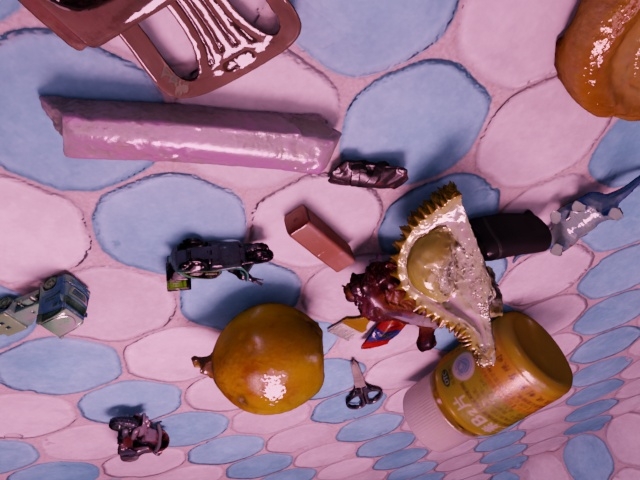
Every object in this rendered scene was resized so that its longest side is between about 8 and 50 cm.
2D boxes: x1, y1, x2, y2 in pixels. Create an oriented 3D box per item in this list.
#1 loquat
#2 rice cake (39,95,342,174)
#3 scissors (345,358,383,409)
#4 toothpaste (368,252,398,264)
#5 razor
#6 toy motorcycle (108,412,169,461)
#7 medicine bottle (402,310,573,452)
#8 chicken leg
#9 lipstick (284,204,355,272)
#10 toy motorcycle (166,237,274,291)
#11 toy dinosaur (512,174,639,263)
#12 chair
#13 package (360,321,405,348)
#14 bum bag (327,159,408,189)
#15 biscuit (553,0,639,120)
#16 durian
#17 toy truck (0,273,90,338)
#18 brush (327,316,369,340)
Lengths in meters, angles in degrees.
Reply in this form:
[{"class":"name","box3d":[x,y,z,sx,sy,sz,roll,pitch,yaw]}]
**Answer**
[{"class":"loquat","box3d":[-0.114,0.223,0.963,0.246,0.213,0.213,-3,139,-13]},{"class":"rice cake","box3d":[-0.145,-0.129,0.643,0.365,0.056,0.072,1,136,-21]},{"class":"scissors","box3d":[0.103,0.378,1.361,0.109,0.022,0.300,-20,140,-2]},{"class":"toothpaste","box3d":[0.170,0.036,0.973,0.170,0.028,0.045,-3,138,-19]},{"class":"razor","box3d":[0.341,-0.010,0.932,0.148,0.090,0.054,-7,141,-16]},{"class":"toy motorcycle","box3d":[-0.426,0.465,1.224,0.123,0.082,0.213,-4,141,-13]},{"class":"medicine bottle","box3d":[0.399,0.364,1.291,0.224,0.224,0.384,17,131,-34]},{"class":"chicken leg","box3d":[0.185,0.141,1.016,0.158,0.095,0.407,-28,145,16]},{"class":"lipstick","box3d":[0.000,0.000,0.855,0.045,0.045,0.145,-33,137,16]},{"class":"toy motorcycle","box3d":[-0.163,0.038,0.836,0.173,0.058,0.100,-4,146,-13]},{"class":"toy dinosaur","box3d":[0.476,-0.041,0.950,0.329,0.076,0.144,-43,166,28]},{"class":"chair","box3d":[-0.136,-0.221,0.438,0.176,0.183,0.326,-26,139,12]},{"class":"package","box3d":[0.165,0.179,1.140,0.083,0.022,0.200,0,137,-32]},{"class":"bum bag","box3d":[0.075,-0.097,0.775,0.125,0.034,0.058,-1,152,-18]},{"class":"biscuit","box3d":[0.459,-0.274,0.656,0.297,0.101,0.296,-11,143,-9]},{"class":"durian","box3d":[0.223,0.053,0.850,0.172,0.306,0.167,-21,-171,-40]},{"class":"toy truck","box3d":[-0.455,0.122,0.809,0.175,0.081,0.067,-21,139,5]},{"class":"brush","box3d":[0.117,0.157,1.111,0.205,0.011,0.083,-34,139,20]}]
